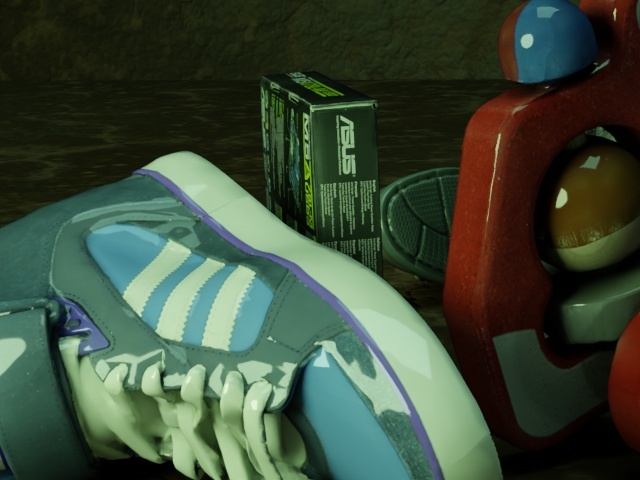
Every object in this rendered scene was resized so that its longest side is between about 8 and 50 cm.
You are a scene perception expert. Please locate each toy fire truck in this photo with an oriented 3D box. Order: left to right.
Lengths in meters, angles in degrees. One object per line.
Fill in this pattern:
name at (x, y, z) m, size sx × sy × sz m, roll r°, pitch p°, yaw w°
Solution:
toy fire truck at (0.189, -0.032, 0.916) m, size 0.302 × 0.254 × 0.169 m, roll -26°, pitch 21°, yaw -23°

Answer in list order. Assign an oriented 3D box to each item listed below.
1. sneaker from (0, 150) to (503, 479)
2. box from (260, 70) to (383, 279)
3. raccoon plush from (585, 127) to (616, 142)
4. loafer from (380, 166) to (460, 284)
sneaker at (-0.090, 0.089, 0.842) m, size 0.236 × 0.130 × 0.323 m, roll -31°, pitch 42°, yaw -19°
box at (0.000, 0.000, 1.015) m, size 0.045 × 0.191 × 0.184 m, roll -5°, pitch 11°, yaw -12°
raccoon plush at (0.393, -0.077, 1.433) m, size 0.299 × 0.216 × 0.446 m, roll 31°, pitch -10°, yaw -4°
loafer at (0.127, -0.003, 1.334) m, size 0.267 × 0.096 × 0.084 m, roll -2°, pitch -11°, yaw -39°
